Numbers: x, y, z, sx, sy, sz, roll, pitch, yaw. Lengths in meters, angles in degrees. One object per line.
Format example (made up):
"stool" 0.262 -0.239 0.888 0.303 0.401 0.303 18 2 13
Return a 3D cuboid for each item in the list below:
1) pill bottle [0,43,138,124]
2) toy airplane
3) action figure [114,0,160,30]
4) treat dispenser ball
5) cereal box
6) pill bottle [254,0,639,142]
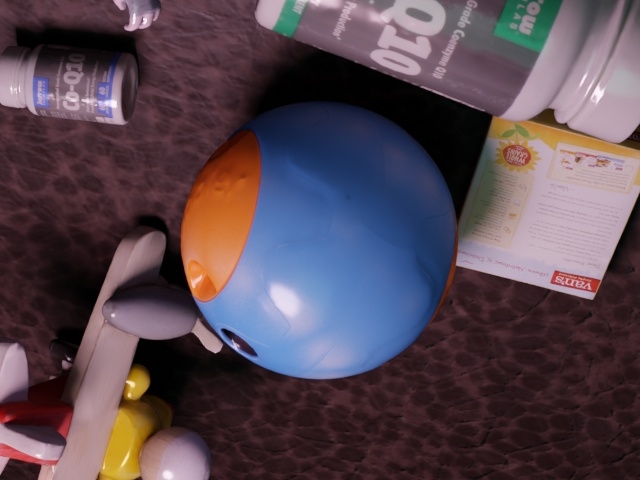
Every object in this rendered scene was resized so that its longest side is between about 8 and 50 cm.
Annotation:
"pill bottle" -0.269 -0.168 1.987 0.137 0.078 0.078 6 137 8
"toy airplane" -0.260 0.227 2.181 0.272 0.384 0.386 18 137 11
"action figure" -0.109 -0.342 1.537 0.276 0.370 0.248 -13 122 47
"treat dispenser ball" 0.000 0.000 1.936 0.288 0.288 0.288 8 137 7
"cereal box" 0.244 -0.045 2.000 0.173 0.047 0.240 15 138 0
"pill bottle" 0.138 -0.231 1.714 0.361 0.204 0.204 20 137 -5
